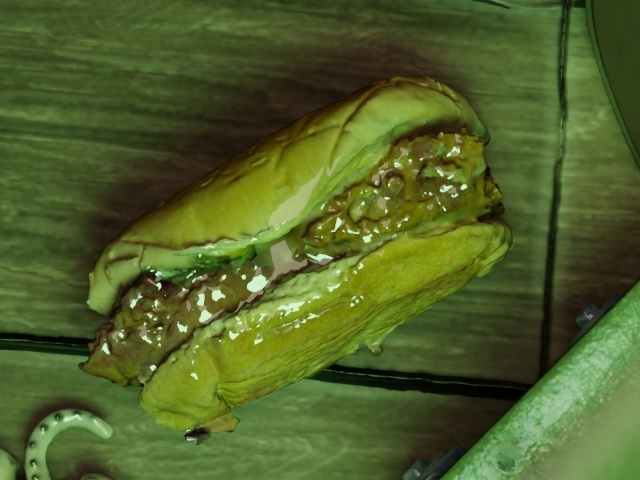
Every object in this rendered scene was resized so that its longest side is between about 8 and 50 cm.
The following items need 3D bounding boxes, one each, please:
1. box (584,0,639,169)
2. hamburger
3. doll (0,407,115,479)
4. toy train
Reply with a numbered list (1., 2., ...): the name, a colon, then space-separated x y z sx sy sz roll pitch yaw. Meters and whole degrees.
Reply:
1. box: 0.332 -0.129 1.264 0.216 0.301 0.301 -23 81 -10
2. hamburger: 0.000 0.000 1.295 0.282 0.245 0.155 -16 70 -49
3. doll: -0.122 0.231 1.281 0.278 0.119 0.154 37 80 14
4. toy train: 0.163 0.132 1.253 0.131 0.202 0.299 45 82 7
